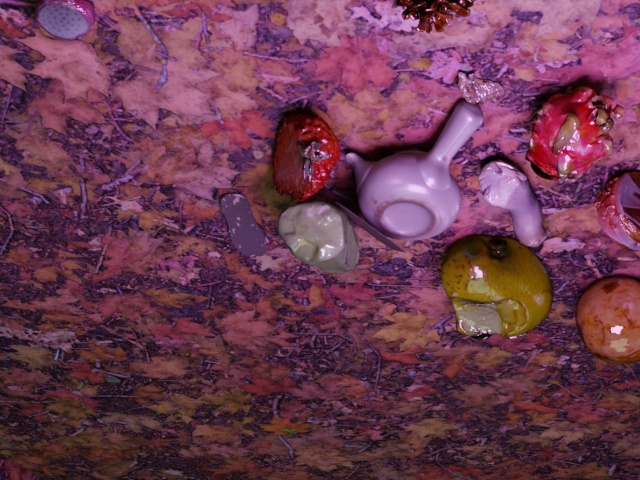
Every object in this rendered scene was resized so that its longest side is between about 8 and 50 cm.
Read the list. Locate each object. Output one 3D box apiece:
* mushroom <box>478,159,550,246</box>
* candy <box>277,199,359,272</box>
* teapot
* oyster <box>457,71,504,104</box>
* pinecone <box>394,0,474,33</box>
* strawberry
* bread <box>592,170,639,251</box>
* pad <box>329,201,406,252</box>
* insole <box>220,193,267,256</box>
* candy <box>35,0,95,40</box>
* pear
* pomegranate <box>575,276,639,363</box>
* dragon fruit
[{"bbox_3d":[0.407,-0.080,2.042,0.099,0.096,0.278,-13,146,26],"label":"mushroom"},{"bbox_3d":[0.000,0.000,2.066,0.142,0.132,0.343,-15,171,7],"label":"candy"},{"bbox_3d":[0.217,-0.122,1.949,0.318,0.149,0.220,-21,135,31],"label":"teapot"},{"bbox_3d":[0.294,-0.278,1.810,0.083,0.038,0.081,-3,143,13],"label":"oyster"},{"bbox_3d":[0.179,-0.405,1.529,0.173,0.174,0.173,3,146,2],"label":"pinecone"},{"bbox_3d":[-0.019,-0.166,1.933,0.106,0.236,0.175,-8,105,-17],"label":"strawberry"},{"bbox_3d":[0.635,-0.059,1.993,0.160,0.160,0.073,16,153,-17],"label":"bread"},{"bbox_3d":[0.093,-0.028,2.046,0.176,0.002,0.266,35,179,-3],"label":"pad"},{"bbox_3d":[-0.174,-0.033,2.241,0.081,0.011,0.248,-3,146,8],"label":"insole"},{"bbox_3d":[-0.443,-0.393,1.711,0.103,0.043,0.103,2,148,1],"label":"candy"},{"bbox_3d":[0.403,0.097,2.244,0.238,0.164,0.255,-4,144,15],"label":"pear"},{"bbox_3d":[0.709,0.184,2.317,0.215,0.215,0.215,3,146,2],"label":"pomegranate"},{"bbox_3d":[0.462,-0.197,1.798,0.160,0.166,0.172,5,144,-8],"label":"dragon fruit"}]
